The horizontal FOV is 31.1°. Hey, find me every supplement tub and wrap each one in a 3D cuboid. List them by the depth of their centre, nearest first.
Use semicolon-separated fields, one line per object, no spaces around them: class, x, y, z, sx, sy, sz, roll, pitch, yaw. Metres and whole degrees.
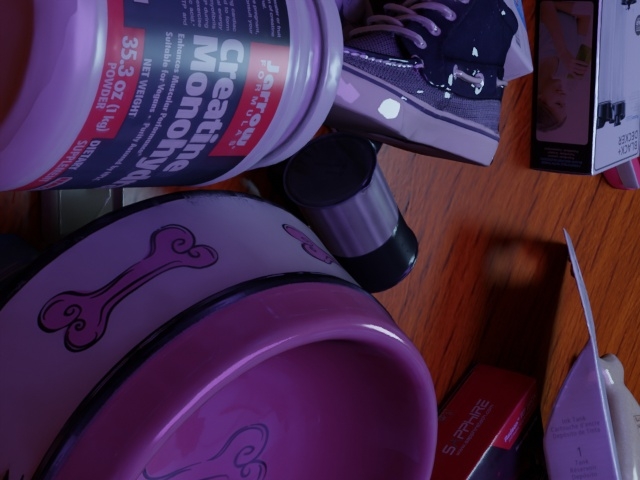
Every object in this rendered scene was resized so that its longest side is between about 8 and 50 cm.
supplement tub;-0.129;-0.128;0.737;0.272;0.191;0.191;-6;103;-54

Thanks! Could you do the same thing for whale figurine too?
whale figurine;0.421;0.308;1.719;0.216;0.141;0.272;3;71;-53

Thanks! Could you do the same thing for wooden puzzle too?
wooden puzzle;-0.176;-0.036;0.849;0.079;0.014;0.116;-1;99;-51

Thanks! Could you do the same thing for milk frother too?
milk frother;0.000;0.000;1.009;0.134;0.129;0.143;59;45;-48

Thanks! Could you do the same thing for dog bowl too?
dog bowl;-0.081;0.178;0.820;0.408;0.150;0.408;-26;130;-35

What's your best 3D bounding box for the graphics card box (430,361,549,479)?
graphics card box;0.202;0.368;1.423;0.233;0.094;0.370;-44;133;-42

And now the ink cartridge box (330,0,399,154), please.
ink cartridge box;0.043;-0.221;1.092;0.206;0.045;0.208;55;53;-45

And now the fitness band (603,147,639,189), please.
fitness band;0.461;-0.202;1.698;0.209;0.054;0.291;-62;142;-29

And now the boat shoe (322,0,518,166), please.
boat shoe;0.066;-0.168;1.000;0.340;0.127;0.158;9;94;-60

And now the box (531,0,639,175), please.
box;0.353;-0.240;1.496;0.169;0.087;0.289;-18;113;-52

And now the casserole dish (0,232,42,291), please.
casserole dish;-0.234;0.075;0.771;0.188;0.037;0.114;-42;130;-41

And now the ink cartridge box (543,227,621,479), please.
ink cartridge box;0.320;0.190;1.479;0.308;0.091;0.384;16;62;-75

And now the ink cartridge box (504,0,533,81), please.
ink cartridge box;0.158;-0.250;1.206;0.181;0.062;0.104;35;45;-53
